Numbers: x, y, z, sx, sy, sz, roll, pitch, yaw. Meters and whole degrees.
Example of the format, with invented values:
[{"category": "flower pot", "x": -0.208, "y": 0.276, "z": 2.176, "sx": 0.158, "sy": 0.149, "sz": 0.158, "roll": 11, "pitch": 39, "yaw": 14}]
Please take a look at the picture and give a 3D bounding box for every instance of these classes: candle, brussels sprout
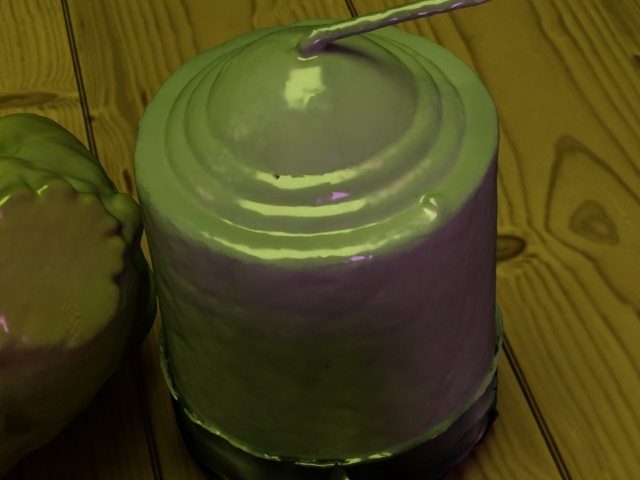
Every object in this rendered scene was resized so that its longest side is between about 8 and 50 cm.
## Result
[{"category": "candle", "x": 0.000, "y": 0.000, "z": 1.001, "sx": 0.221, "sy": 0.342, "sz": 0.221, "roll": -4, "pitch": 44, "yaw": 3}, {"category": "brussels sprout", "x": -0.240, "y": 0.046, "z": 1.059, "sx": 0.274, "sy": 0.242, "sz": 0.316, "roll": -19, "pitch": 2, "yaw": -8}]

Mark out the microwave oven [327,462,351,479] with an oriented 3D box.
[{"category": "microwave oven", "x": 0.035, "y": 0.257, "z": 0.762, "sx": 0.188, "sy": 0.247, "sz": 0.178, "roll": 15, "pitch": 49, "yaw": 29}]
